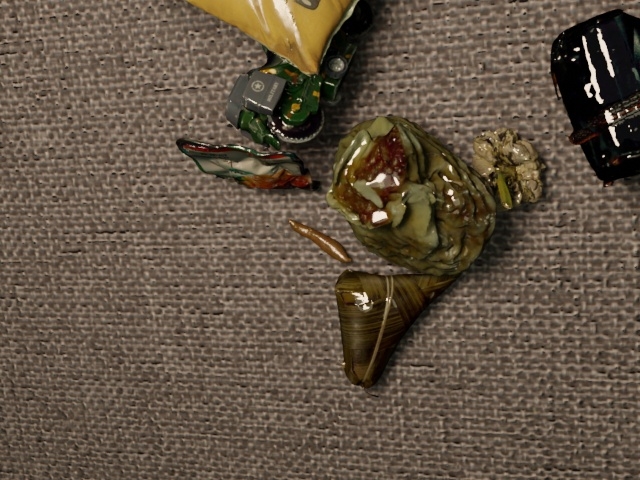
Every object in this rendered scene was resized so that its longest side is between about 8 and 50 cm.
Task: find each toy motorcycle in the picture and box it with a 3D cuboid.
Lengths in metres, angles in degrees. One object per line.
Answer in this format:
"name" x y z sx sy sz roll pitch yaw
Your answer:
"toy motorcycle" -0.049 -0.251 1.154 0.187 0.124 0.274 21 66 4

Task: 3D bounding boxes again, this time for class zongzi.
"zongzi" 0.119 0.135 1.271 0.184 0.084 0.187 -3 109 6

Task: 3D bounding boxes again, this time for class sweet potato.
"sweet potato" 0.000 0.000 1.293 0.115 0.026 0.026 32 109 11

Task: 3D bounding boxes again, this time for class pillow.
"pillow" -0.059 -0.395 1.075 0.312 0.119 0.310 32 86 11

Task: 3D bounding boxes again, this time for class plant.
"plant" 0.245 -0.087 1.160 0.104 0.122 0.116 -33 100 31

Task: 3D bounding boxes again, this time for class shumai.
"shumai" 0.093 -0.058 1.129 0.256 0.218 0.189 38 106 27

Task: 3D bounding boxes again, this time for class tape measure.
"tape measure" 0.358 -0.175 1.049 0.135 0.223 0.202 -19 84 20

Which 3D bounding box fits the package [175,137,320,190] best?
"package" -0.094 -0.098 1.194 0.166 0.232 0.040 6 85 9
